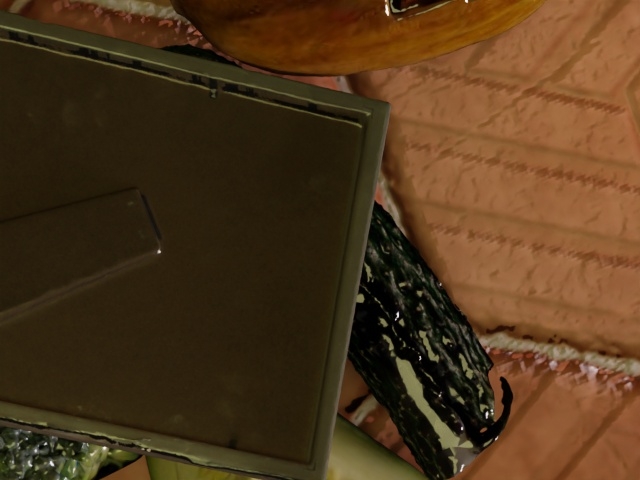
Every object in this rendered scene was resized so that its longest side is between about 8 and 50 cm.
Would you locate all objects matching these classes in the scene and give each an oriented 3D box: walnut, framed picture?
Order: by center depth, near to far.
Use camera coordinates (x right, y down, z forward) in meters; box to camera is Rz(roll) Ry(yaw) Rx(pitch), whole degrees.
[{"bbox_3d":[-0.102,-0.004,0.807,0.250,0.016,0.184,12,72,-8],"label":"framed picture"},{"bbox_3d":[0.032,-0.135,0.844,0.207,0.116,0.116,-9,96,-1],"label":"walnut"}]

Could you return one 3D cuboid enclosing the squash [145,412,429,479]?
[{"bbox_3d":[-0.027,0.164,0.867,0.252,0.093,0.169,37,47,-7],"label":"squash"}]

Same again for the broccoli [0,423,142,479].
[{"bbox_3d":[-0.166,0.100,0.852,0.154,0.167,0.160,19,125,25],"label":"broccoli"}]

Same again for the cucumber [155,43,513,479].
[{"bbox_3d":[0.002,-0.001,0.878,0.067,0.067,0.245,-36,95,0],"label":"cucumber"}]
